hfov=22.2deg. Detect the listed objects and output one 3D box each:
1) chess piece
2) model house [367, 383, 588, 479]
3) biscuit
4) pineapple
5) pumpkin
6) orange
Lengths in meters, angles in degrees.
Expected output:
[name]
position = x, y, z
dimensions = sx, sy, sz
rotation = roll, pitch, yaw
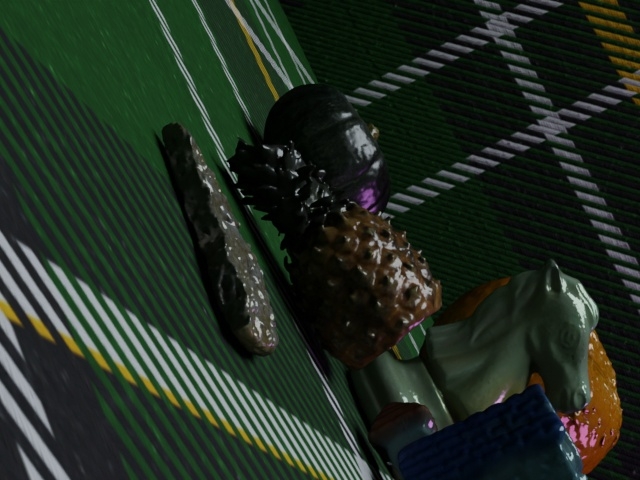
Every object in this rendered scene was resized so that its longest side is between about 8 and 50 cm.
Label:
[chess piece]
position = 0.196, 0.156, 1.902
dimensions = 0.176, 0.298, 0.176
rotation = 60, 5, -8
[model house]
position = 0.204, 0.292, 1.720
dimensions = 0.329, 0.251, 0.295
rotation = 59, 3, 35
[biscuit]
position = -0.077, 0.015, 1.406
dimensions = 0.133, 0.032, 0.250
rotation = 59, 6, -48
[pineapple]
position = 0.000, 0.000, 1.750
dimensions = 0.279, 0.158, 0.158
rotation = 50, 6, 0
[pumpkin]
position = 0.012, -0.113, 2.198
dimensions = 0.211, 0.152, 0.212
rotation = -23, 90, -89
[orange]
position = 0.297, 0.229, 2.517
dimensions = 0.341, 0.293, 0.341
rotation = 51, 24, -33
